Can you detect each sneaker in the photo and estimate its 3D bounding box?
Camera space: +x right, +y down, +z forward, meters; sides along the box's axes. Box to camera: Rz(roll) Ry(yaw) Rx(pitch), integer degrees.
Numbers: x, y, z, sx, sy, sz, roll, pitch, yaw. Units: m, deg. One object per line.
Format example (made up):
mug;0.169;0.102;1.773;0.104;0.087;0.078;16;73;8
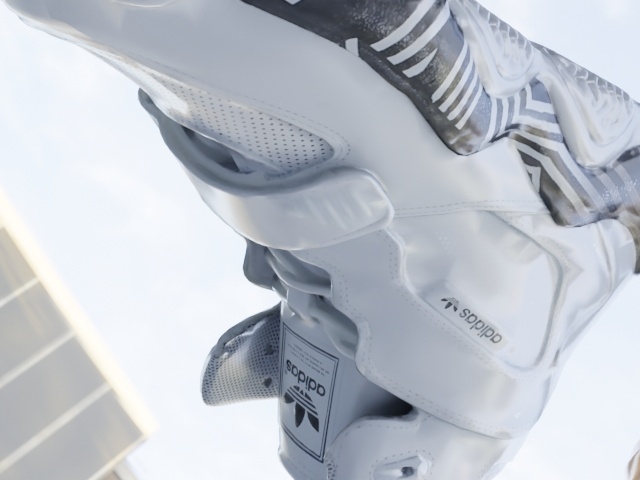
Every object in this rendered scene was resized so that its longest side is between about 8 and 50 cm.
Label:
sneaker;0.000;0.000;0.500;0.137;0.365;0.210;37;-77;44

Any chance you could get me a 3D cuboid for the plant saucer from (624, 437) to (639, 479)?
plant saucer;0.256;0.093;0.692;0.200;0.200;0.037;-49;-133;50
